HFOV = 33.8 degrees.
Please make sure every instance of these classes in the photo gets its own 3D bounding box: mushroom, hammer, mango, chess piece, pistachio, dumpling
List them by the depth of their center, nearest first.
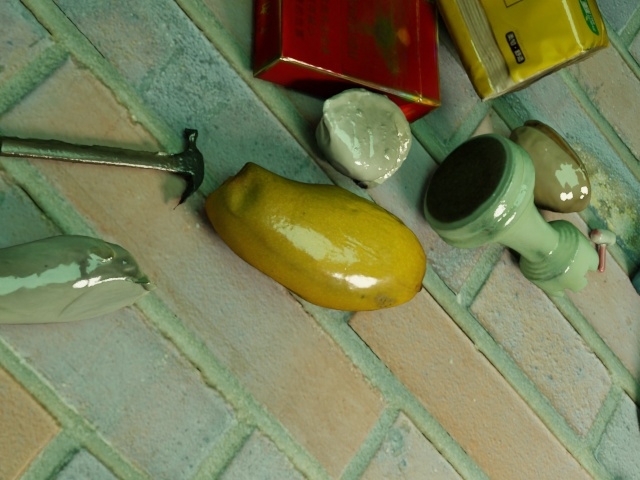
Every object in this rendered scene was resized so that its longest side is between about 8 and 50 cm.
[{"bbox_3d":[-0.373,0.047,1.268,0.351,0.097,0.110,0,77,-33],"label":"mushroom"},{"bbox_3d":[-0.290,-0.113,1.412,0.297,0.027,0.125,6,69,-34],"label":"hammer"},{"bbox_3d":[-0.002,0.003,1.516,0.359,0.144,0.187,16,56,-25],"label":"mango"},{"bbox_3d":[0.066,-0.164,1.633,0.176,0.092,0.150,44,68,-15],"label":"dumpling"},{"bbox_3d":[0.331,-0.023,1.744,0.299,0.194,0.195,36,59,-33],"label":"chess piece"},{"bbox_3d":[0.401,-0.127,1.847,0.124,0.124,0.185,-37,96,-36],"label":"pistachio"},{"bbox_3d":[0.525,0.019,1.954,0.052,0.031,0.083,11,77,-29],"label":"hammer"}]

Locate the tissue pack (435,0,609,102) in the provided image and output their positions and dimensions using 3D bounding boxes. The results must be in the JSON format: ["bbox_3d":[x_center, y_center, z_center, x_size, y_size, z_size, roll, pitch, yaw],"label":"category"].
[{"bbox_3d":[0.313,-0.451,1.768,0.382,0.228,0.293,68,23,-2],"label":"tissue pack"}]

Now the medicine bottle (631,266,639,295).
[{"bbox_3d":[0.689,0.029,2.010,0.258,0.124,0.079,-42,101,-38],"label":"medicine bottle"}]

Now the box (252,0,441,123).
[{"bbox_3d":[0.045,-0.321,1.669,0.313,0.089,0.198,12,68,-32],"label":"box"}]
